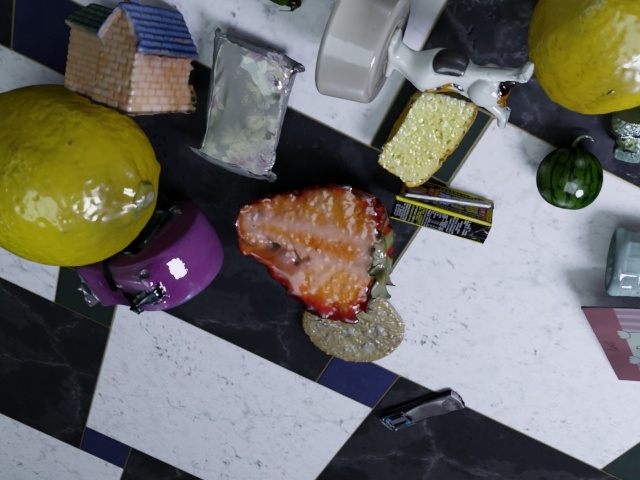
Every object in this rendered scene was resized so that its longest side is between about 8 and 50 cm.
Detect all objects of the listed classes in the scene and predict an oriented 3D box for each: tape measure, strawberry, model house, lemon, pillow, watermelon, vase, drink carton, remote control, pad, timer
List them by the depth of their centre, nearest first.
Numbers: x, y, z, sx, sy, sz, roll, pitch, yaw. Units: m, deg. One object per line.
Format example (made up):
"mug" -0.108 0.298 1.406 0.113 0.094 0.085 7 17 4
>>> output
"lemon" 0.362 -0.259 0.837 0.204 0.204 0.260 30 163 -7
"timer" 0.146 -0.238 0.933 0.266 0.175 0.175 23 132 8
"model house" 0.445 -0.153 0.987 0.066 0.079 0.083 13 132 11
"watermelon" 0.379 -0.099 1.042 0.109 0.109 0.109 9 131 11
"vase" 0.612 0.054 1.069 0.298 0.143 0.143 9 131 17
"model house" -0.299 -0.301 1.078 0.183 0.166 0.172 20 112 25
"pillow" -0.121 -0.218 1.140 0.169 0.059 0.255 22 130 2
"drink carton" 0.207 -0.054 1.155 0.165 0.071 0.056 16 134 4
"lemon" -0.449 -0.110 1.174 0.336 0.336 0.336 9 131 11
"pad" 0.591 0.191 1.186 0.202 0.005 0.300 -1 146 36
"strawberry" 0.009 0.016 1.237 0.280 0.150 0.253 -6 105 26
"tape measure" -0.312 0.032 1.287 0.231 0.245 0.149 1 131 39
"remote control" 0.227 0.385 1.539 0.212 0.028 0.059 -30 113 36

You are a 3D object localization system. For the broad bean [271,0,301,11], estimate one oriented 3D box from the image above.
"broad bean" -0.108 -0.436 0.963 0.065 0.046 0.254 -16 123 21

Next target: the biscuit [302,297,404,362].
"biscuit" 0.067 0.176 1.419 0.219 0.033 0.220 8 129 10

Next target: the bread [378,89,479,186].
"bread" 0.168 -0.172 1.077 0.103 0.065 0.187 28 133 -3
